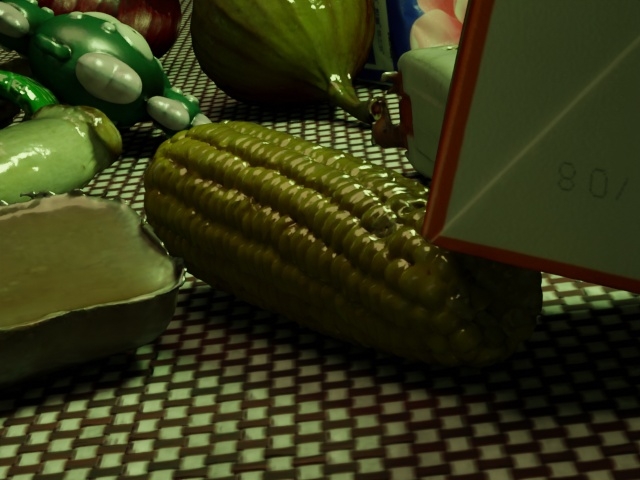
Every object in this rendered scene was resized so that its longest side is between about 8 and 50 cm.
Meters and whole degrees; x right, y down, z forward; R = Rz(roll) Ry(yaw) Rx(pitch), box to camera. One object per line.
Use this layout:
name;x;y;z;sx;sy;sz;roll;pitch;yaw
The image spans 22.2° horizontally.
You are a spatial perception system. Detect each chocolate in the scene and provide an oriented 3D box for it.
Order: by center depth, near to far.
chocolate;-0.222;0.050;1.036;0.261;0.083;0.161;-12;33;-18

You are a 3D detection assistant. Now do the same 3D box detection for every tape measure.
tape measure;0.192;-0.107;1.350;0.265;0.130;0.258;-9;13;-8

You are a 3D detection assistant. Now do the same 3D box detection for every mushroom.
mushroom;-0.315;-0.042;1.424;0.107;0.087;0.333;2;20;44

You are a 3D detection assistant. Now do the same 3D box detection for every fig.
fig;-0.019;-0.209;1.789;0.217;0.217;0.321;-12;41;-18

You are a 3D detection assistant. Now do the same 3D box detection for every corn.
corn;0.000;0.000;1.053;0.120;0.120;0.363;-16;24;-31

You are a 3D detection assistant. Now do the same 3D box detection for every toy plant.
toy plant;-0.230;-0.176;1.708;0.232;0.113;0.243;30;3;43

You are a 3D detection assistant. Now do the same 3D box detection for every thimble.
thimble;-0.318;-0.111;1.617;0.130;0.118;0.090;33;9;1

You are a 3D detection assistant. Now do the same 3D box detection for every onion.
onion;-0.306;-0.352;2.228;0.273;0.285;0.273;27;19;-10

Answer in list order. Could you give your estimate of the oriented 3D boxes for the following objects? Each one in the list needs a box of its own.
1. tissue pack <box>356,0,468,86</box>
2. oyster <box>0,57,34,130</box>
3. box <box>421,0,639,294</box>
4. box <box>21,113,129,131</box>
tissue pack;0.093;-0.325;1.931;0.137;0.270;0.209;-17;17;-31
oyster;-0.396;-0.147;1.815;0.222;0.083;0.214;-20;8;18
box;0.260;-0.137;0.900;0.348;0.319;0.257;12;18;4
box;-0.283;-0.152;1.924;0.121;0.030;0.193;-8;14;-3
